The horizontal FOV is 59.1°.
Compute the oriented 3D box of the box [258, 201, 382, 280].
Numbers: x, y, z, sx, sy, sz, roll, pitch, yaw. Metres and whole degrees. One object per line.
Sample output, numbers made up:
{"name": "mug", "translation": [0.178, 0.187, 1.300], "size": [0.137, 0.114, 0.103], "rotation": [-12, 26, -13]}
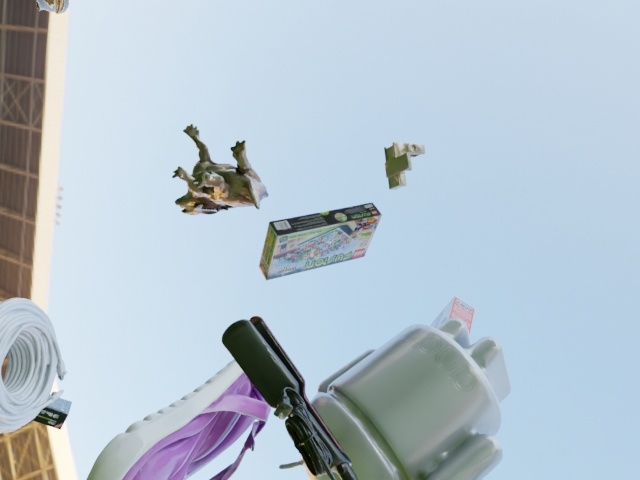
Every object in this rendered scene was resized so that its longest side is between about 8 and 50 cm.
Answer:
{"name": "box", "translation": [0.000, 0.000, 0.988], "size": [0.036, 0.207, 0.114], "rotation": [57, -34, 33]}

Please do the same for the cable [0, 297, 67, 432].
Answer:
{"name": "cable", "translation": [-0.609, 0.240, 1.097], "size": [0.089, 0.257, 0.257], "rotation": [-1, -77, 7]}

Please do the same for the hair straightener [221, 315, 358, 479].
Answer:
{"name": "hair straightener", "translation": [-0.032, 0.180, 0.571], "size": [0.047, 0.089, 0.230], "rotation": [-34, -102, 9]}

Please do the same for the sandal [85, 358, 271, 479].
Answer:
{"name": "sandal", "translation": [-0.141, 0.270, 0.750], "size": [0.102, 0.416, 0.169], "rotation": [27, -73, 18]}

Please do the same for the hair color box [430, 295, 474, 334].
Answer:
{"name": "hair color box", "translation": [0.242, 0.188, 1.086], "size": [0.053, 0.167, 0.093], "rotation": [35, -62, 6]}

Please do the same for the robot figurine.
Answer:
{"name": "robot figurine", "translation": [0.114, 0.260, 0.820], "size": [0.300, 0.353, 0.199], "rotation": [24, -38, 57]}

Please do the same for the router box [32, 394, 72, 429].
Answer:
{"name": "router box", "translation": [-0.611, 0.375, 1.259], "size": [0.038, 0.092, 0.122], "rotation": [-66, -163, -11]}

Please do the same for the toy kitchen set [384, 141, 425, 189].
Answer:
{"name": "toy kitchen set", "translation": [0.171, -0.143, 1.057], "size": [0.068, 0.075, 0.083], "rotation": [-19, -106, 60]}

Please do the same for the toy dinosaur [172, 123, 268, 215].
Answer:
{"name": "toy dinosaur", "translation": [-0.180, -0.105, 1.112], "size": [0.296, 0.200, 0.127], "rotation": [18, -112, 36]}

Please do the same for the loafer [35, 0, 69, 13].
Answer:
{"name": "loafer", "translation": [-0.389, -0.383, 0.723], "size": [0.251, 0.087, 0.094], "rotation": [130, -53, -73]}
